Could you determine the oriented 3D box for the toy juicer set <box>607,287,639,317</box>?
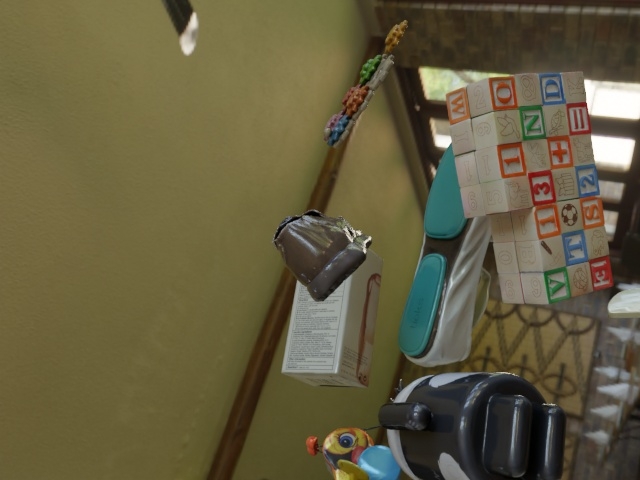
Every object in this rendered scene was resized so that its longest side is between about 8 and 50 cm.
[{"bbox_3d":[0.443,0.012,0.649,0.329,0.209,0.089,-42,-54,-35],"label":"toy juicer set"}]

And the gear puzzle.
[{"bbox_3d":[0.103,-0.375,1.575,0.339,0.044,0.175,-56,14,11],"label":"gear puzzle"}]

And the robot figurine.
[{"bbox_3d":[0.212,0.269,0.938,0.173,0.278,0.209,-38,-83,-27],"label":"robot figurine"}]

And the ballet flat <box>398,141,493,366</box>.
[{"bbox_3d":[0.235,0.017,1.109,0.139,0.139,0.400,21,-97,-67],"label":"ballet flat"}]

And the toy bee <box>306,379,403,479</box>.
[{"bbox_3d":[0.055,0.385,1.104,0.298,0.162,0.195,-76,-15,-61],"label":"toy bee"}]

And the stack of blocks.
[{"bbox_3d":[0.283,-0.067,0.898,0.171,0.087,0.297,-11,-88,-27],"label":"stack of blocks"}]

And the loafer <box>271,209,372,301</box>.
[{"bbox_3d":[0.000,0.000,1.074,0.134,0.130,0.366,-44,1,-1],"label":"loafer"}]

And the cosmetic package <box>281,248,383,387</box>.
[{"bbox_3d":[0.031,0.162,1.456,0.129,0.153,0.296,34,-121,-47],"label":"cosmetic package"}]
